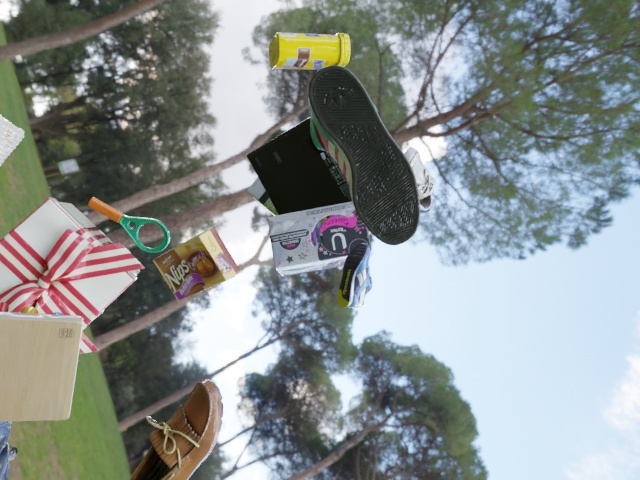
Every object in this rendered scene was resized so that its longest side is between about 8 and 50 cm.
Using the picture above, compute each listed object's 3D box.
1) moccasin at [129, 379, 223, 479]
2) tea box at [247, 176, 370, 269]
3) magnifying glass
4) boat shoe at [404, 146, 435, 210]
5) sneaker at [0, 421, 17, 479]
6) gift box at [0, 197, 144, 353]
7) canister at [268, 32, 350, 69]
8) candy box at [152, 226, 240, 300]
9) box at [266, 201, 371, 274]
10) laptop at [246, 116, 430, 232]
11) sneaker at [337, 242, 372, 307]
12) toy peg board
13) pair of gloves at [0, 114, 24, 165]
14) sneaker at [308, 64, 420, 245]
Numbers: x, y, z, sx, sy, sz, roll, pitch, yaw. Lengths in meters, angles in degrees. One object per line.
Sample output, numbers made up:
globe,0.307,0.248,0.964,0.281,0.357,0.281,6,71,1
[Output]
moccasin,-0.368,0.507,1.374,0.380,0.147,0.139,-54,-134,16
tea box,-0.027,-0.112,1.987,0.323,0.220,0.329,38,-2,36
magnifying glass,-0.514,-0.046,1.483,0.092,0.231,0.026,-58,-171,11
boat shoe,0.249,-0.147,1.415,0.088,0.096,0.267,28,-16,20
sneaker,-0.513,0.328,0.730,0.101,0.268,0.153,6,-65,19
gift box,-0.510,0.077,1.121,0.276,0.255,0.258,42,-7,-11
canister,-0.029,-0.447,1.309,0.126,0.170,0.073,-166,-107,-74
candy box,-0.267,0.052,1.173,0.187,0.053,0.109,-22,-79,39
box,0.000,0.000,1.435,0.163,0.247,0.142,73,6,-79
laptop,0.064,-0.172,1.669,0.382,0.408,0.236,61,3,12
sneaker,0.081,0.076,1.172,0.053,0.059,0.144,12,-95,57
toy peg board,-0.403,0.146,0.714,0.079,0.161,0.161,54,-49,55
pair of gloves,-0.460,-0.081,0.635,0.042,0.240,0.204,31,-16,8
sneaker,0.066,-0.140,0.917,0.178,0.124,0.295,-90,155,-77
